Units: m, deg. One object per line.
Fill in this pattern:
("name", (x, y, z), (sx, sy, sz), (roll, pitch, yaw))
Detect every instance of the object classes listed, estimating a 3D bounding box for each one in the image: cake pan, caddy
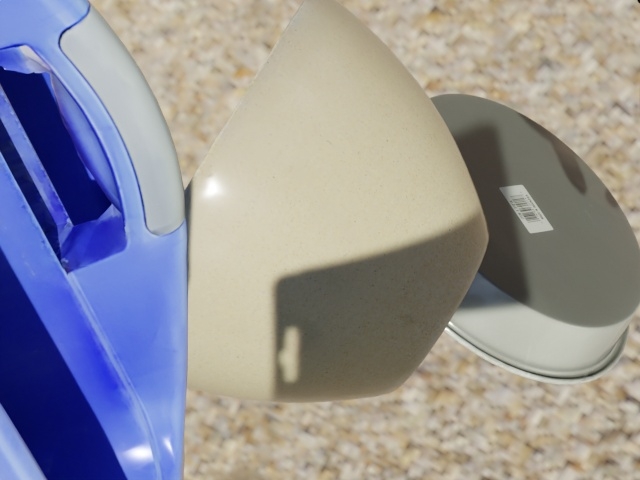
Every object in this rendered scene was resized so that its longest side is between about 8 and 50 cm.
("cake pan", (0.160, -0.013, 1.474), (0.054, 0.293, 0.293), (-49, 38, 36))
("caddy", (-0.139, -0.022, 0.589), (0.179, 0.341, 0.241), (-14, 41, 9))

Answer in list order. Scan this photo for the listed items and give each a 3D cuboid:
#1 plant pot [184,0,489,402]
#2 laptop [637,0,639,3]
("plant pot", (0.000, 0.000, 1.173), (0.284, 0.191, 0.284), (-57, 3, 5))
("laptop", (0.217, -0.250, 0.804), (0.136, 0.264, 0.234), (29, 82, 38))
